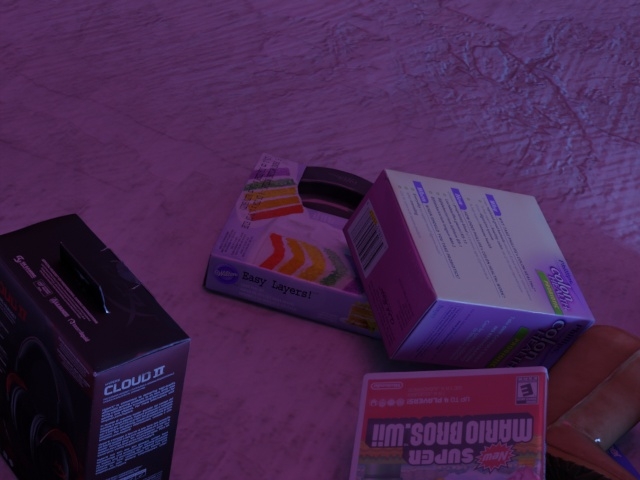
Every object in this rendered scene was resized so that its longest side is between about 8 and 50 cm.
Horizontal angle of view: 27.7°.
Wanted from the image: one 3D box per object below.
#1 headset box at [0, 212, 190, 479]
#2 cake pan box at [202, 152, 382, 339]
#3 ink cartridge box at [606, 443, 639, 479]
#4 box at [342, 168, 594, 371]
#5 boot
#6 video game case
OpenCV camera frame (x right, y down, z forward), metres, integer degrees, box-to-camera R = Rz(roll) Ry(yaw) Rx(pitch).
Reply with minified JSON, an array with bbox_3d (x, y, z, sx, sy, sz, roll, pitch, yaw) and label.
[{"bbox_3d":[-0.243,0.133,1.296,0.110,0.293,0.218,-19,48,-35],"label":"headset box"},{"bbox_3d":[0.000,0.000,1.728,0.246,0.070,0.267,18,37,4],"label":"cake pan box"},{"bbox_3d":[0.219,0.306,1.394,0.311,0.065,0.186,-11,41,-25],"label":"ink cartridge box"},{"bbox_3d":[0.180,0.041,1.612,0.243,0.117,0.213,8,44,-30],"label":"box"},{"bbox_3d":[0.329,0.207,1.436,0.236,0.089,0.269,32,39,27],"label":"boot"},{"bbox_3d":[0.127,0.255,1.325,0.204,0.025,0.285,-4,49,17],"label":"video game case"}]
